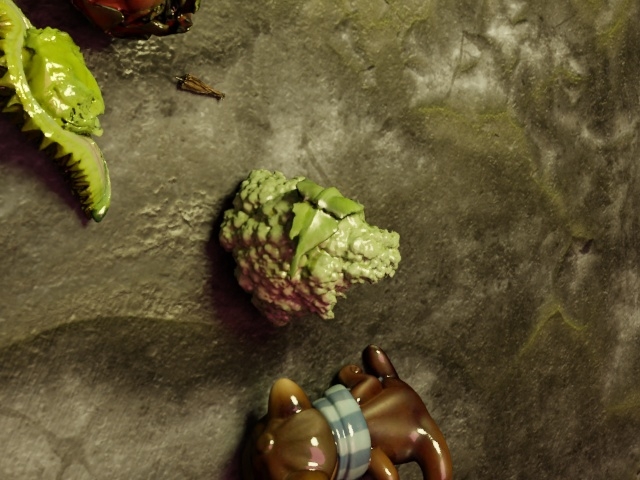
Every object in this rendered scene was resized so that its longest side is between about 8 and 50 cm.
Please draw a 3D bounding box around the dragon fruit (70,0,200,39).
[{"bbox_3d":[-0.232,-0.330,0.946,0.182,0.188,0.182,1,87,-28],"label":"dragon fruit"}]

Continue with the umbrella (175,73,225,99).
[{"bbox_3d":[-0.171,-0.220,1.101,0.083,0.031,0.020,23,50,-37],"label":"umbrella"}]

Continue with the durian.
[{"bbox_3d":[-0.341,-0.186,0.935,0.132,0.106,0.375,-39,120,-32],"label":"durian"}]

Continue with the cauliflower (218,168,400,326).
[{"bbox_3d":[0.000,0.000,1.152,0.315,0.256,0.239,-25,108,-63],"label":"cauliflower"}]

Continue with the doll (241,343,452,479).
[{"bbox_3d":[0.035,0.336,1.220,0.339,0.209,0.318,-4,65,-37],"label":"doll"}]
